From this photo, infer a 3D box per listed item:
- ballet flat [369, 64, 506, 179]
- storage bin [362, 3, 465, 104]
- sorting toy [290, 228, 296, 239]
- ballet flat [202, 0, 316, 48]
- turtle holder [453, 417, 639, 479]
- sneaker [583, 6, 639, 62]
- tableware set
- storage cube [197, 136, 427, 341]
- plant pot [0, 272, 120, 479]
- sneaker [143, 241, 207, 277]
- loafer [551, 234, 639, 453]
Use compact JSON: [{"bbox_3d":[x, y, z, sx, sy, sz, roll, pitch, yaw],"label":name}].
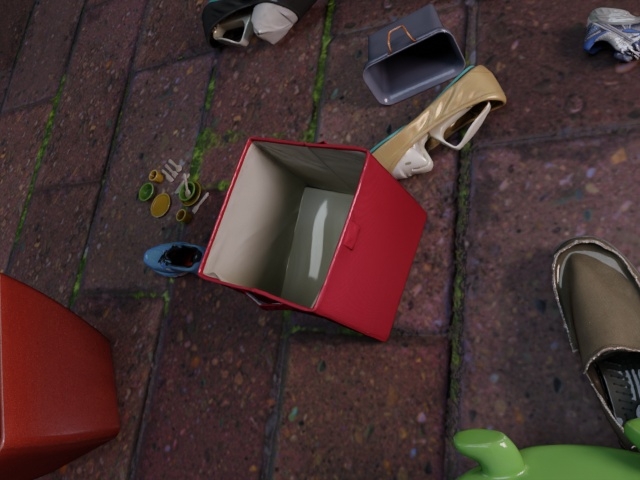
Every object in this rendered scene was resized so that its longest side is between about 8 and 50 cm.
[{"bbox_3d":[0.145,-0.136,0.751,0.232,0.080,0.073,-41,71,13],"label":"ballet flat"},{"bbox_3d":[0.126,-0.278,0.811,0.135,0.098,0.091,-21,52,23],"label":"storage bin"},{"bbox_3d":[-0.064,-0.027,0.861,0.061,0.042,0.102,-17,50,8],"label":"sorting toy"},{"bbox_3d":[-0.109,-0.396,1.003,0.280,0.095,0.096,3,83,43],"label":"ballet flat"},{"bbox_3d":[0.247,0.289,0.438,0.320,0.227,0.243,-15,18,2],"label":"turtle holder"},{"bbox_3d":[0.380,-0.236,0.666,0.135,0.052,0.058,25,96,43],"label":"sneaker"},{"bbox_3d":[-0.274,-0.083,1.016,0.154,0.024,0.104,40,95,35],"label":"tableware set"},{"bbox_3d":[0.000,0.000,0.713,0.184,0.193,0.215,12,78,34],"label":"storage cube"},{"bbox_3d":[-0.477,0.247,0.882,0.267,0.236,0.267,-31,59,18],"label":"plant pot"},{"bbox_3d":[-0.234,0.024,0.919,0.162,0.073,0.063,0,72,31],"label":"sneaker"},{"bbox_3d":[0.300,0.101,0.554,0.094,0.087,0.251,-25,61,21],"label":"loafer"}]
